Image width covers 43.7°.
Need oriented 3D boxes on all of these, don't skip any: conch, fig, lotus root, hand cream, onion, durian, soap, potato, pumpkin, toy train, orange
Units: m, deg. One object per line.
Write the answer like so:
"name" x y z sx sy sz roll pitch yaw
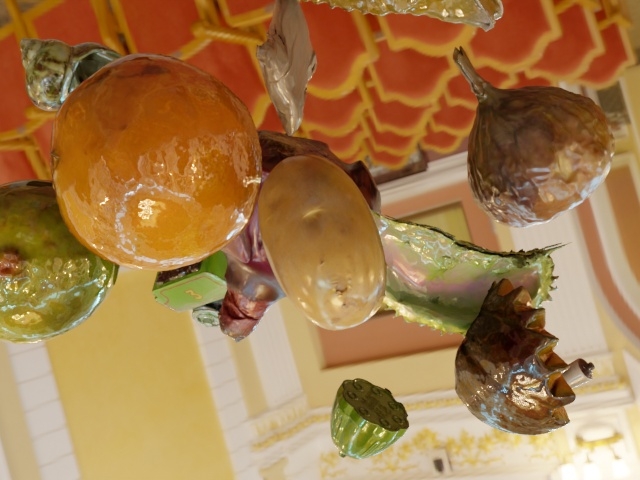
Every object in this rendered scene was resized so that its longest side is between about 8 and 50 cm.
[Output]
"conch" -0.481 -0.328 1.535 0.187 0.124 0.181 -40 155 10
"fig" 0.367 -0.215 1.478 0.286 0.368 0.286 -32 -168 8
"lotus root" 0.088 0.433 1.823 0.186 0.186 0.186 -16 179 0
"hand cream" 0.544 0.325 1.822 0.186 0.054 0.087 -39 -178 34
"onion" -0.089 -0.001 1.556 0.399 0.420 0.398 9 -167 -2
"durian" 0.216 0.055 1.311 0.352 0.158 0.169 14 145 -8
"soap" 0.114 -0.453 1.468 0.339 0.304 0.169 -20 -151 33
"potato" 0.000 0.000 1.008 0.150 0.233 0.146 -28 171 12
"fig" -0.451 0.023 1.309 0.258 0.258 0.326 -16 -170 8
"pumpkin" 0.284 0.191 1.228 0.149 0.253 0.130 -21 170 -8
"toy train" -0.285 0.103 2.065 0.307 0.173 0.249 -20 140 40
"orange" -0.231 -0.109 1.131 0.312 0.312 0.312 -16 179 0

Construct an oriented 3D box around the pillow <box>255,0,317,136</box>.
"pillow" -0.060 -0.333 1.451 0.067 0.173 0.270 -9 -141 18
